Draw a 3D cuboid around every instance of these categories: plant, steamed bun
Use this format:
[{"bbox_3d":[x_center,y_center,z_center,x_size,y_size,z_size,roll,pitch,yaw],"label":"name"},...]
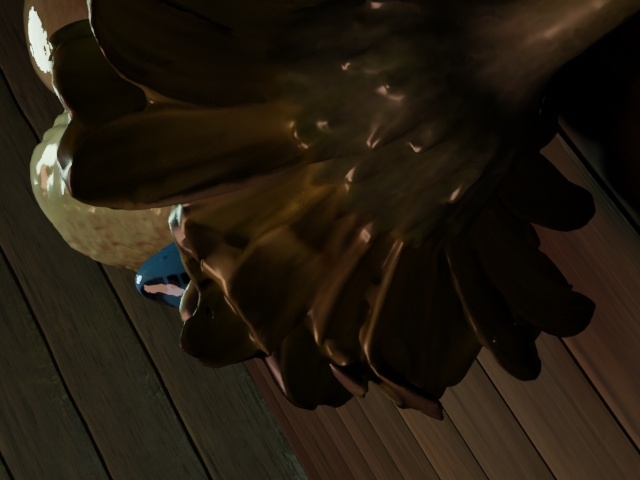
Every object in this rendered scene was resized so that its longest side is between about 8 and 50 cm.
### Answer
[{"bbox_3d":[0.048,-0.037,0.552,0.297,0.305,0.261,13,104,40],"label":"plant"},{"bbox_3d":[-0.079,-0.075,1.040,0.272,0.273,0.290,41,159,-21],"label":"steamed bun"}]

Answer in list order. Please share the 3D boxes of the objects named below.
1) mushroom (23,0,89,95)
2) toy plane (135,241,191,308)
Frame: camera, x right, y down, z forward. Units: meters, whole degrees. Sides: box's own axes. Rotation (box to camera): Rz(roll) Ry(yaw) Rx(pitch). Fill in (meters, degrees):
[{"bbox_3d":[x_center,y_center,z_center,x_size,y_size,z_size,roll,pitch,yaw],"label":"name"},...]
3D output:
[{"bbox_3d":[-0.077,-0.141,0.758,0.226,0.226,0.178,-144,48,-65],"label":"mushroom"},{"bbox_3d":[0.000,0.000,0.829,0.105,0.271,0.254,-79,-22,-49],"label":"toy plane"}]
